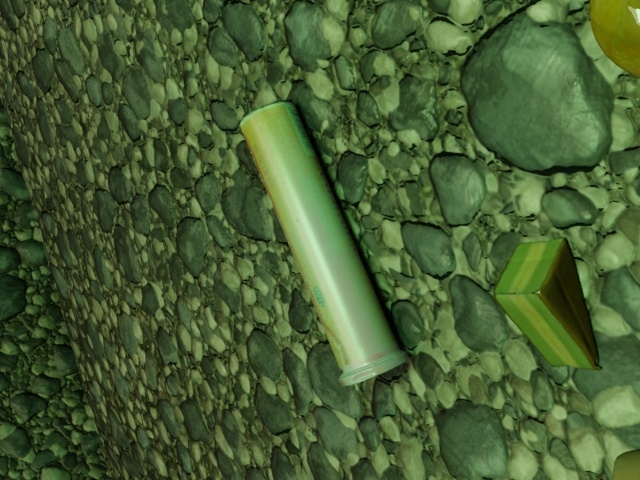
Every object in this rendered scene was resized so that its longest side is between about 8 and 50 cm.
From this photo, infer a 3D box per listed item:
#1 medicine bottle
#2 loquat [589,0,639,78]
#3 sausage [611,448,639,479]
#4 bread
[{"bbox_3d":[0.000,0.000,1.111,0.108,0.108,0.425,-33,77,53],"label":"medicine bottle"},{"bbox_3d":[0.297,-0.194,0.601,0.163,0.163,0.137,45,106,30],"label":"loquat"},{"bbox_3d":[0.393,0.268,0.701,0.253,0.123,0.123,-7,100,53],"label":"sausage"},{"bbox_3d":[0.275,0.076,0.860,0.139,0.084,0.074,47,149,-21],"label":"bread"}]
